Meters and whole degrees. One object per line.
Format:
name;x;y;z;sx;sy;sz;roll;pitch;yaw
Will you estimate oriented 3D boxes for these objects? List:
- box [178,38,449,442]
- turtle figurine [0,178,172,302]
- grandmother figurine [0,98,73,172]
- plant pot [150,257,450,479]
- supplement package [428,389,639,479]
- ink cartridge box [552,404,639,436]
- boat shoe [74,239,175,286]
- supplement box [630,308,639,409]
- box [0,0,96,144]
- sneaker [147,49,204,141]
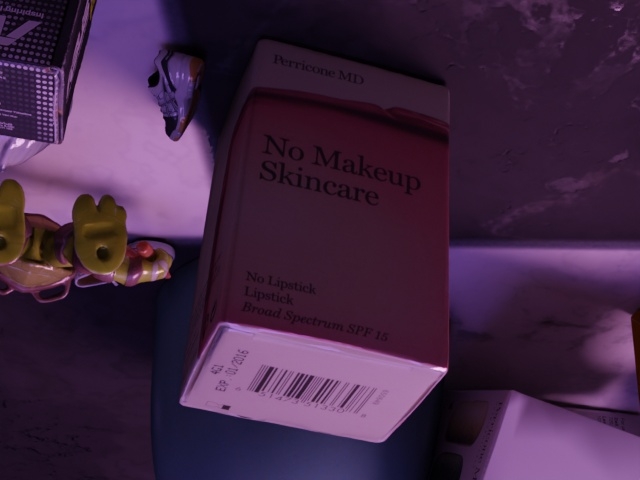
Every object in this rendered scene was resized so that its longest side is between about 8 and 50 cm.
box;0.000;0.000;0.762;0.149;0.232;0.127;13;146;-12
turtle figurine;-0.234;-0.001;0.856;0.269;0.087;0.217;22;170;-16
grandmother figurine;-0.299;-0.097;0.673;0.104;0.208;0.342;-37;156;34
plant pot;-0.024;0.180;1.038;0.293;0.235;0.293;3;147;2
supplement package;0.195;0.258;1.010;0.198;0.199;0.262;21;170;-4
ink cartridge box;0.214;0.274;1.256;0.278;0.117;0.201;7;147;-6
boat shoe;-0.178;0.025;1.002;0.100;0.035;0.035;-7;145;17
supplement box;0.407;0.098;0.956;0.194;0.129;0.191;14;145;-13
box;-0.241;-0.169;0.551;0.270;0.216;0.060;10;146;-7
sneaker;-0.107;-0.107;0.804;0.037;0.032;0.083;21;141;0
